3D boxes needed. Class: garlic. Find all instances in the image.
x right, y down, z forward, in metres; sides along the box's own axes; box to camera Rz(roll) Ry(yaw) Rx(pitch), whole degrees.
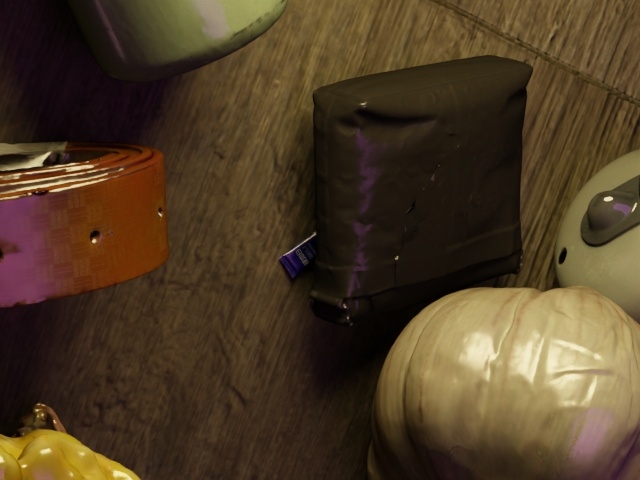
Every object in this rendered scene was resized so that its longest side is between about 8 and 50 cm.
[{"bbox_3d":[0.186,0.160,1.697,0.317,0.317,0.259,46,58,-34],"label":"garlic"}]

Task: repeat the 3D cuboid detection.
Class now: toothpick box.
[{"bbox_3d":[0.375,0.030,1.829,0.316,0.229,0.229,35,83,-35],"label":"toothpick box"}]

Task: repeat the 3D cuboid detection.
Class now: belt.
[{"bbox_3d":[-0.244,-0.018,1.425,0.261,0.184,0.105,-10,108,-21],"label":"belt"}]

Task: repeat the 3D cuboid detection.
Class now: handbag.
[{"bbox_3d":[0.099,-0.047,1.696,0.247,0.080,0.223,-14,110,-37],"label":"handbag"}]

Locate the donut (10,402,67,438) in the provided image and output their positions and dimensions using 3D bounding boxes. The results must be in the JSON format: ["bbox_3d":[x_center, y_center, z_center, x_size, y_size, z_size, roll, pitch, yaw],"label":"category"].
[{"bbox_3d":[-0.301,0.239,1.519,0.233,0.085,0.199,-3,106,-32],"label":"donut"}]

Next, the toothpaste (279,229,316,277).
[{"bbox_3d":[0.000,0.000,1.697,0.083,0.015,0.024,-38,112,-14],"label":"toothpaste"}]

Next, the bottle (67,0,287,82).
[{"bbox_3d":[-0.159,-0.302,1.418,0.168,0.168,0.347,-34,115,-22],"label":"bottle"}]

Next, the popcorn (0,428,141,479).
[{"bbox_3d":[-0.246,0.277,1.364,0.316,0.281,0.297,26,72,-47],"label":"popcorn"}]
